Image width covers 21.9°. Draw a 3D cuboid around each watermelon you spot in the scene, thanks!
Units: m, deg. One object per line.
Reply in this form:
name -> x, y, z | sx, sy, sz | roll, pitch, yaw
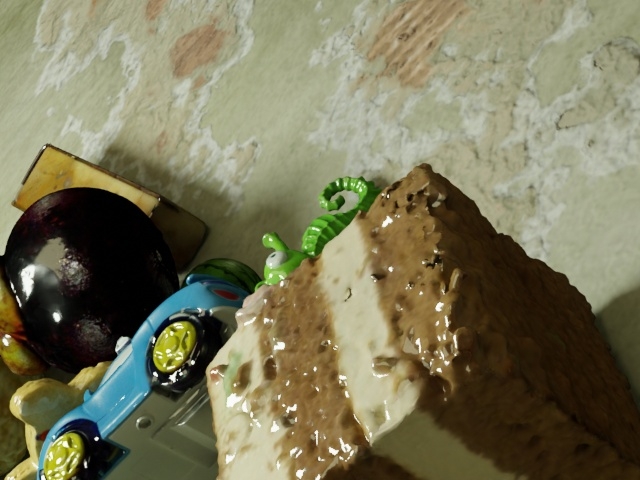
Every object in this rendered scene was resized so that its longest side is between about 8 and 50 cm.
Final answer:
watermelon -> -0.101, 0.069, 1.770 | 0.109, 0.109, 0.109 | -27, 46, 31

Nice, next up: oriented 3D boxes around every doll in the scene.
doll -> 0.000, 0.000, 1.724 | 0.115, 0.050, 0.190 | 26, 57, 31

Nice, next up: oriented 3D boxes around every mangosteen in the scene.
mangosteen -> -0.278, 0.060, 1.795 | 0.250, 0.211, 0.211 | -27, 43, 8

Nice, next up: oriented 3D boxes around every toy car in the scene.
toy car -> -0.158, 0.174, 1.667 | 0.314, 0.198, 0.166 | -46, 42, 12

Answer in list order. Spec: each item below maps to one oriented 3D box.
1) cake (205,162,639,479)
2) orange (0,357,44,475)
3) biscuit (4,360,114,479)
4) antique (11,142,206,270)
cake -> 0.089, 0.148, 1.381 | 0.290, 0.282, 0.256 | -42, 33, 22
orange -> -0.426, 0.161, 1.942 | 0.210, 0.271, 0.369 | -1, 49, -5
biscuit -> -0.262, 0.230, 1.753 | 0.030, 0.153, 0.234 | 44, 136, 40
antique -> -0.261, -0.033, 2.022 | 0.310, 0.087, 0.093 | 23, 82, 51
